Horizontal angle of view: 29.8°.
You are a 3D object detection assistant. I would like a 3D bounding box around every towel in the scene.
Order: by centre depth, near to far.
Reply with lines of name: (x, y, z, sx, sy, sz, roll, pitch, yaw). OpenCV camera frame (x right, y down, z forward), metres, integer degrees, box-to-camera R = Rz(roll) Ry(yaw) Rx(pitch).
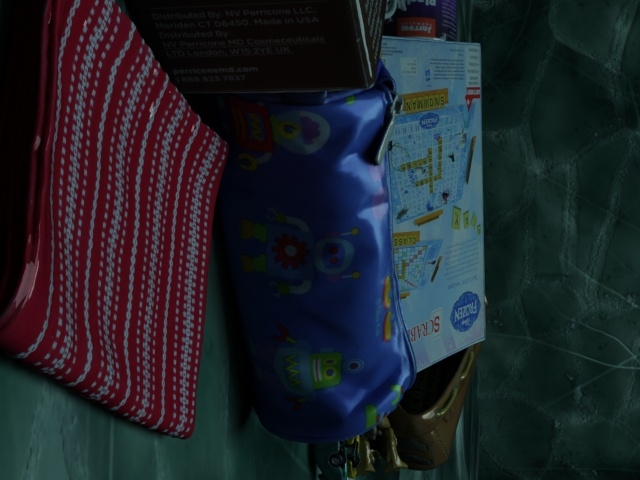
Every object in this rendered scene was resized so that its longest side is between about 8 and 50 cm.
towel: (-0.101, -0.013, 0.628, 0.275, 0.031, 0.199, 58, 34, -68)

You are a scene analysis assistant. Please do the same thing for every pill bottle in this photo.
pill bottle: (0.111, -0.264, 1.459, 0.108, 0.108, 0.193, 31, 59, -76)

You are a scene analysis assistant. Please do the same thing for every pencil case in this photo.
pencil case: (0.000, 0.000, 0.852, 0.119, 0.133, 0.306, -57, 147, -53)

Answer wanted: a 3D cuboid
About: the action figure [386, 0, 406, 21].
action figure: (0.052, -0.349, 1.230, 0.185, 0.099, 0.285, 84, 15, -58)

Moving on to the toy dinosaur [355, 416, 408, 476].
toy dinosaur: (0.052, 0.197, 1.318, 0.211, 0.064, 0.112, 86, -10, -65)

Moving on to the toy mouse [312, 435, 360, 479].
toy mouse: (0.014, 0.178, 1.160, 0.143, 0.031, 0.161, 64, 28, -65)

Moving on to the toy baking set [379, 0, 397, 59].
toy baking set: (0.000, -0.172, 0.937, 0.197, 0.030, 0.256, 13, 85, -57)

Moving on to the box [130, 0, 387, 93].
box: (-0.052, -0.269, 0.615, 0.381, 0.143, 0.191, 77, 18, -53)

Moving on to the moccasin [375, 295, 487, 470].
moccasin: (0.140, 0.109, 1.559, 0.147, 0.139, 0.380, 90, 17, -45)

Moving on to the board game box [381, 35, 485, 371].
board game box: (0.069, -0.033, 1.146, 0.318, 0.066, 0.318, -12, 102, -60)
